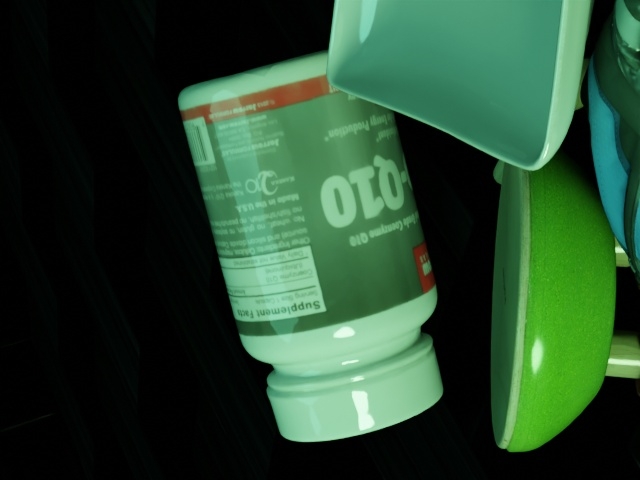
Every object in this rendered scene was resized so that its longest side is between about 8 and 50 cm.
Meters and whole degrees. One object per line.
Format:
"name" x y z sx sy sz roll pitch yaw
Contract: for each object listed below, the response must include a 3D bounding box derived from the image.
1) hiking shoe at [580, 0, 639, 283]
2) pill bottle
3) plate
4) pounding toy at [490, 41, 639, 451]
"hiking shoe" 0.210 0.009 0.675 0.132 0.113 0.304 116 144 -71
"pill bottle" 0.000 0.000 1.088 0.161 0.161 0.283 3 109 68
"plate" 0.090 -0.200 0.783 0.277 0.045 0.278 -145 59 -63
"pounding toy" 0.162 0.009 0.816 0.183 0.110 0.237 88 -174 -60
